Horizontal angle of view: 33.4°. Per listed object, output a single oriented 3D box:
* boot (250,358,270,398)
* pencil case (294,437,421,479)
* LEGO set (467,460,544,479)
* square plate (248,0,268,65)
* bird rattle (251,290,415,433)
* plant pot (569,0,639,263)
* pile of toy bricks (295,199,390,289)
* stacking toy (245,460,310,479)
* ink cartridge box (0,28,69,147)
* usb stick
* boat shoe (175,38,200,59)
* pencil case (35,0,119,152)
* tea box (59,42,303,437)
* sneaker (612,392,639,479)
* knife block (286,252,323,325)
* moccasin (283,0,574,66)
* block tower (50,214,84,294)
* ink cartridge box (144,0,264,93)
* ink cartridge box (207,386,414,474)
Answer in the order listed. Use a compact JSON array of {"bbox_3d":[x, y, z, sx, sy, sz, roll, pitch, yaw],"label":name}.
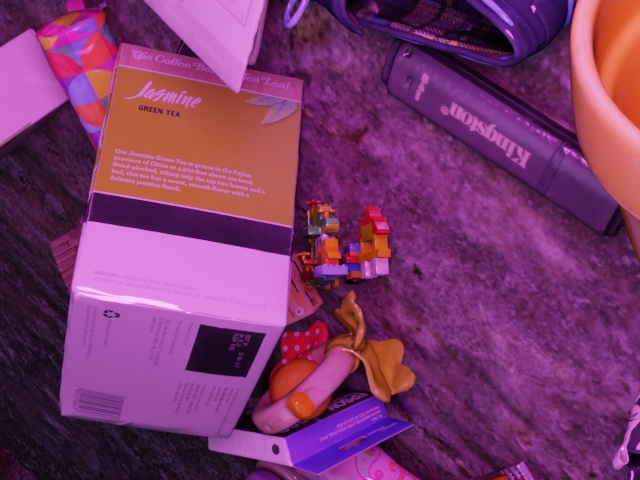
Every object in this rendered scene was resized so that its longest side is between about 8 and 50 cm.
[{"bbox_3d":[-0.165,0.176,1.702,0.198,0.077,0.137,34,151,23],"label":"boot"},{"bbox_3d":[0.096,0.379,1.568,0.284,0.124,0.124,39,147,16],"label":"pencil case"},{"bbox_3d":[0.197,0.435,1.349,0.255,0.331,0.192,65,148,11],"label":"LEGO set"},{"bbox_3d":[-0.154,-0.399,1.087,0.344,0.049,0.347,41,147,12],"label":"square plate"},{"bbox_3d":[-0.015,0.170,1.394,0.253,0.207,0.143,-18,108,52],"label":"bird rattle"},{"bbox_3d":[0.303,-0.069,0.737,0.254,0.254,0.239,29,160,27],"label":"plant pot"},{"bbox_3d":[0.000,0.000,1.304,0.212,0.118,0.105,158,112,-67],"label":"pile of toy bricks"},{"bbox_3d":[-0.149,0.517,1.798,0.141,0.330,0.141,30,144,25],"label":"stacking toy"},{"bbox_3d":[-0.535,-0.171,1.635,0.119,0.207,0.353,53,147,-11],"label":"ink cartridge box"},{"bbox_3d":[0.177,-0.103,1.013,0.278,0.045,0.077,37,147,18],"label":"usb stick"},{"bbox_3d":[-0.167,-0.173,1.318,0.080,0.076,0.228,41,148,11],"label":"boat shoe"},{"bbox_3d":[-0.287,-0.200,1.419,0.104,0.104,0.236,10,130,45],"label":"pencil case"},{"bbox_3d":[-0.165,0.012,1.237,0.220,0.324,0.329,11,147,-10],"label":"tea box"},{"bbox_3d":[0.389,0.248,1.035,0.235,0.153,0.094,41,149,12],"label":"sneaker"},{"bbox_3d":[-0.138,0.068,1.558,0.275,0.242,0.088,-25,112,10],"label":"knife block"},{"bbox_3d":[0.044,-0.241,0.911,0.342,0.117,0.138,19,142,24],"label":"moccasin"},{"bbox_3d":[-0.321,0.106,1.641,0.335,0.097,0.091,59,177,40],"label":"block tower"},{"bbox_3d":[-0.082,-0.365,0.877,0.308,0.091,0.385,47,138,23],"label":"ink cartridge box"},{"bbox_3d":[-0.013,0.253,1.468,0.208,0.206,0.045,3,103,41],"label":"ink cartridge box"}]
